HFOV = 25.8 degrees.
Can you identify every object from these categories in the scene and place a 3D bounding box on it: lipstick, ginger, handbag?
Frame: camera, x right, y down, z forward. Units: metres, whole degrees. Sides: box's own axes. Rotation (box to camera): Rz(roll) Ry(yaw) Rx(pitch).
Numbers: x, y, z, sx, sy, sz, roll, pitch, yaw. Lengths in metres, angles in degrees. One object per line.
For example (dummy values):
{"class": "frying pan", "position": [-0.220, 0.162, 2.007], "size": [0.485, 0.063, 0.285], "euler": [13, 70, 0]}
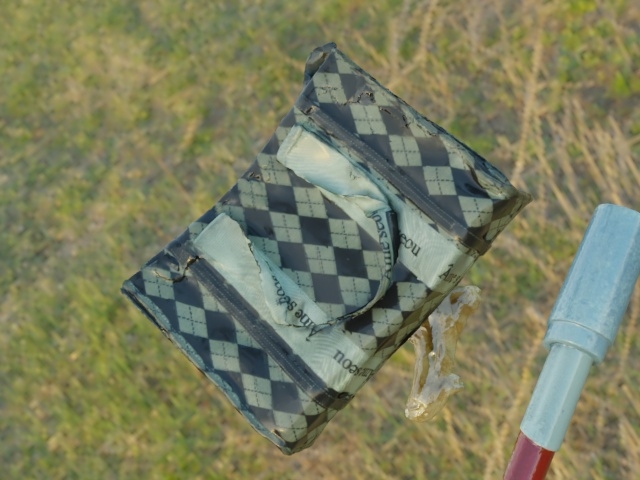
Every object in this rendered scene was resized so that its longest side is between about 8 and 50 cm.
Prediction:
{"class": "lipstick", "position": [0.225, 0.099, 1.252], "size": [0.274, 0.061, 0.068], "euler": [-65, 7, -15]}
{"class": "ginger", "position": [0.146, 0.074, 1.868], "size": [0.148, 0.334, 0.081], "euler": [0, -10, -4]}
{"class": "handbag", "position": [0.000, 0.000, 1.676], "size": [0.416, 0.317, 0.180], "euler": [-48, -15, 7]}
